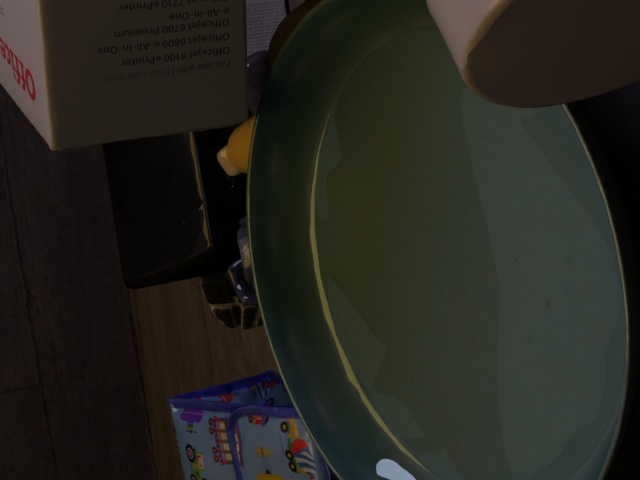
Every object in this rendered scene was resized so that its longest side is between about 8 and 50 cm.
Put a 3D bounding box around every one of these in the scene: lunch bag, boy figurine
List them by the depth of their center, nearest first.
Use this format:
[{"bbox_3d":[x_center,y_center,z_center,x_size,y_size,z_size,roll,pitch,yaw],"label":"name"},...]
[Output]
[{"bbox_3d":[-0.005,-0.111,0.901,0.092,0.177,0.285,45,-179,-7],"label":"boy figurine"},{"bbox_3d":[-0.024,0.263,1.342,0.293,0.138,0.221,-4,97,61],"label":"lunch bag"}]

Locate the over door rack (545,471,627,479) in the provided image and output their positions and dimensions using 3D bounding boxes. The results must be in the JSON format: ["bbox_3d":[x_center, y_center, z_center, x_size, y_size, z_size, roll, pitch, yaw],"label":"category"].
[{"bbox_3d":[0.110,0.239,0.843,0.239,0.108,0.324,-135,52,-64],"label":"over door rack"}]

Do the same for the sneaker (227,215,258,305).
[{"bbox_3d":[0.000,0.000,1.031,0.300,0.121,0.111,116,142,-65],"label":"sneaker"}]

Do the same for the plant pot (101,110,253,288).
[{"bbox_3d":[-0.086,-0.059,1.236,0.167,0.187,0.188,-2,97,62],"label":"plant pot"}]

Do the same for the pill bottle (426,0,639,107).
[{"bbox_3d":[0.073,-0.209,0.542,0.160,0.160,0.283,112,142,-63],"label":"pill bottle"}]

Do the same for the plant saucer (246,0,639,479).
[{"bbox_3d":[0.060,0.016,0.707,0.317,0.044,0.317,24,121,50],"label":"plant saucer"}]

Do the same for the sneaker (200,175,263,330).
[{"bbox_3d":[-0.081,-0.044,1.412,0.118,0.107,0.279,-75,-19,-81],"label":"sneaker"}]

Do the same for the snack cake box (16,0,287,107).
[{"bbox_3d":[-0.169,-0.217,1.247,0.089,0.264,0.152,-156,58,-73],"label":"snack cake box"}]

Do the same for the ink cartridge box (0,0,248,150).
[{"bbox_3d":[-0.141,-0.236,0.776,0.223,0.129,0.307,-137,41,-54],"label":"ink cartridge box"}]
